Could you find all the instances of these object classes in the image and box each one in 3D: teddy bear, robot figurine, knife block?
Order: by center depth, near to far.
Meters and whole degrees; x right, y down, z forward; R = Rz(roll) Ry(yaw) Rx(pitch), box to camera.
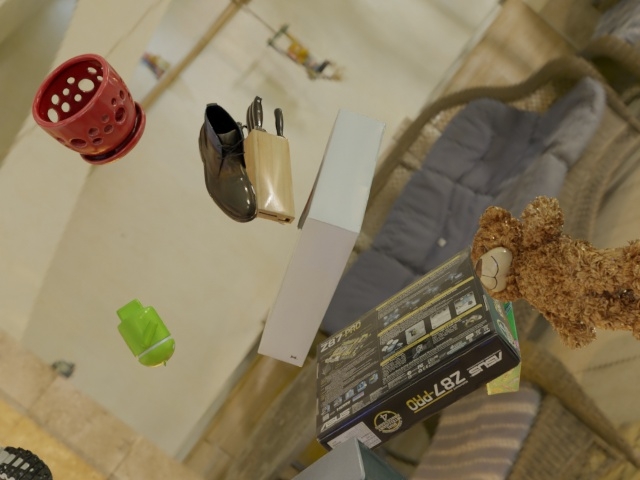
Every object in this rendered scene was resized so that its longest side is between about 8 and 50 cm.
[{"bbox_3d":[0.355,0.055,1.398,0.113,0.338,0.245,-45,-33,-26],"label":"teddy bear"},{"bbox_3d":[-0.275,0.150,1.511,0.067,0.115,0.101,-33,-3,-12],"label":"robot figurine"},{"bbox_3d":[-0.116,-0.177,2.017,0.276,0.088,0.242,29,105,63],"label":"knife block"}]

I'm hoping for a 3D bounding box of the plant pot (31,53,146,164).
[{"bbox_3d":[-0.469,-0.261,1.979,0.191,0.174,0.191,-17,51,21],"label":"plant pot"}]

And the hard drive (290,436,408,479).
[{"bbox_3d":[-0.004,0.324,0.938,0.255,0.172,0.054,-42,21,13],"label":"hard drive"}]

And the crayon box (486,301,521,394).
[{"bbox_3d":[0.435,0.259,2.334,0.278,0.081,0.165,69,-165,-64],"label":"crayon box"}]

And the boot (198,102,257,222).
[{"bbox_3d":[-0.167,-0.138,1.679,0.082,0.219,0.106,-18,-31,-16],"label":"boot"}]

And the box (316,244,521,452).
[{"bbox_3d":[0.168,0.214,1.826,0.395,0.097,0.318,-35,25,16],"label":"box"}]

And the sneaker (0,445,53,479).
[{"bbox_3d":[-0.587,0.428,1.742,0.078,0.234,0.106,-48,-33,-57],"label":"sneaker"}]

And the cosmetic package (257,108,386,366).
[{"bbox_3d":[0.000,0.000,1.688,0.377,0.097,0.284,111,174,-46],"label":"cosmetic package"}]
